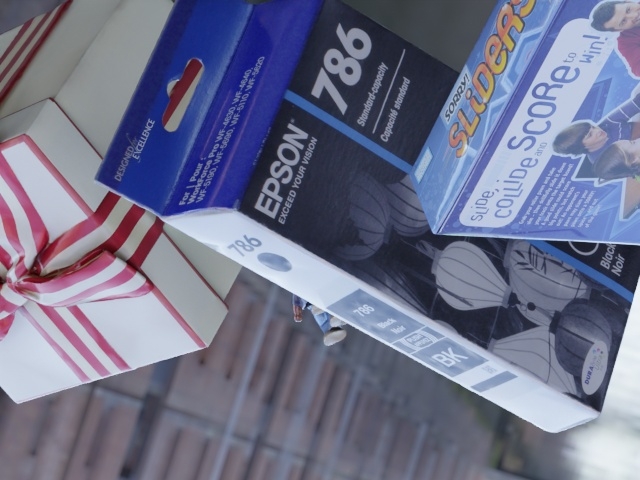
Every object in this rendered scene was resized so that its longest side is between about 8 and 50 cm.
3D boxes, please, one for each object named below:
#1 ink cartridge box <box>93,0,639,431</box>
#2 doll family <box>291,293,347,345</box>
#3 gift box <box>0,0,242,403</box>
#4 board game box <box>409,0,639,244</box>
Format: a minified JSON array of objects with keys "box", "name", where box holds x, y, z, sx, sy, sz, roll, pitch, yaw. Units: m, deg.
[{"box":[0.044,-0.030,1.162,0.332,0.165,0.065,28,153,-16],"name":"ink cartridge box"},{"box":[0.000,0.000,1.684,0.076,0.193,0.111,0,-142,-41],"name":"doll family"},{"box":[-0.217,-0.041,1.527,0.255,0.258,0.276,-24,119,40],"name":"gift box"},{"box":[0.132,-0.080,0.709,0.136,0.201,0.035,3,-135,-26],"name":"board game box"}]
